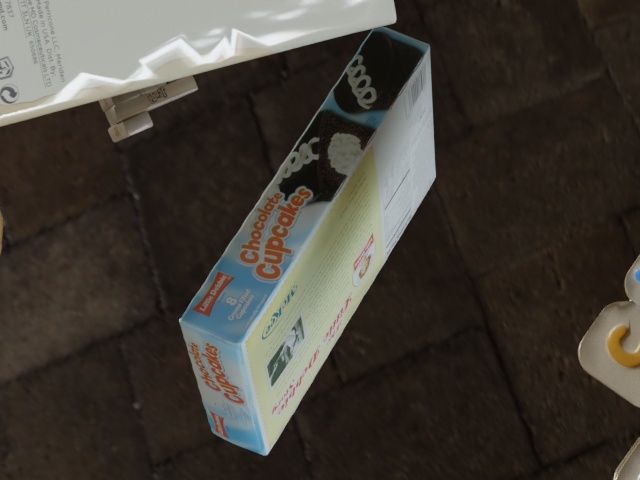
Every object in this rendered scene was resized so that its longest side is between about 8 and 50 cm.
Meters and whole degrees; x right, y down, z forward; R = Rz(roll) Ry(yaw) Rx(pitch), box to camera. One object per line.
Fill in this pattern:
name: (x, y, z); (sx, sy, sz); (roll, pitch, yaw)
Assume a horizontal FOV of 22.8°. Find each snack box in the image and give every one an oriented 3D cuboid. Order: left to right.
snack box: (0.000, 0.000, 1.315); (0.060, 0.187, 0.322); (22, 60, 19)

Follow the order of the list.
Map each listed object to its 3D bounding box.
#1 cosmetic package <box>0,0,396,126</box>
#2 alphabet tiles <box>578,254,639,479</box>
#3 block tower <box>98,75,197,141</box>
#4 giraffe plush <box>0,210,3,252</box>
cosmetic package: (-0.122, -0.171, 1.090); (0.309, 0.113, 0.160); (-17, 17, -26)
alphabet tiles: (0.327, 0.092, 1.057); (0.278, 0.021, 0.284); (35, 85, 8)
block tower: (-0.232, -0.272, 1.608); (0.097, 0.091, 0.336); (-24, 95, -14)
giraffe plush: (-0.244, -0.017, 0.834); (0.181, 0.170, 0.210); (-37, 62, 18)
